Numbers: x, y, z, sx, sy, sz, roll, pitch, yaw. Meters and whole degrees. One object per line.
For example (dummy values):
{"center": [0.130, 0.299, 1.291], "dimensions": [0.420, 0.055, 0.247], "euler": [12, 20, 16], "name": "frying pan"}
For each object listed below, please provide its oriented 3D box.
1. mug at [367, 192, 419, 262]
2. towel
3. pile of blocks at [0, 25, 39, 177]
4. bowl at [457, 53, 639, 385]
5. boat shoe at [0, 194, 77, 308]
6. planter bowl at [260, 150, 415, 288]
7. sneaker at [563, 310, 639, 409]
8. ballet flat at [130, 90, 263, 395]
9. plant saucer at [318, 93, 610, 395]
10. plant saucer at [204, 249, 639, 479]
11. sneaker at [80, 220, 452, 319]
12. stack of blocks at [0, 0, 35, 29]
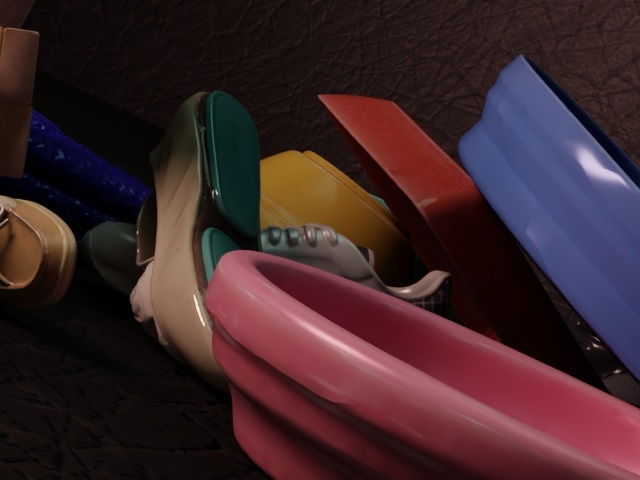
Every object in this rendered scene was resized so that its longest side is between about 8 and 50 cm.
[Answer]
{"center": [0.019, -0.002, 1.855], "dimensions": [0.157, 0.097, 0.129], "euler": [22, 5, -27], "name": "mug"}
{"center": [-0.216, -0.061, 1.357], "dimensions": [0.227, 0.076, 0.308], "euler": [21, 5, -33], "name": "towel"}
{"center": [-0.266, -0.099, 0.983], "dimensions": [0.149, 0.113, 0.362], "euler": [9, 3, 21], "name": "pile of blocks"}
{"center": [0.234, 0.049, 1.210], "dimensions": [0.391, 0.077, 0.391], "euler": [45, 9, -10], "name": "bowl"}
{"center": [-0.184, -0.004, 0.972], "dimensions": [0.153, 0.056, 0.048], "euler": [24, 10, 40], "name": "boat shoe"}
{"center": [0.000, 0.000, 1.354], "dimensions": [0.217, 0.090, 0.217], "euler": [39, -2, 2], "name": "planter bowl"}
{"center": [0.286, 0.120, 1.434], "dimensions": [0.268, 0.153, 0.101], "euler": [25, 3, 7], "name": "sneaker"}
{"center": [-0.069, 0.013, 1.088], "dimensions": [0.086, 0.086, 0.248], "euler": [23, 34, -21], "name": "ballet flat"}
{"center": [0.110, 0.021, 1.333], "dimensions": [0.259, 0.047, 0.258], "euler": [57, -1, -25], "name": "plant saucer"}
{"center": [0.089, 0.108, 0.917], "dimensions": [0.332, 0.084, 0.332], "euler": [24, 5, -2], "name": "plant saucer"}
{"center": [-0.034, 0.025, 1.198], "dimensions": [0.235, 0.095, 0.090], "euler": [21, 7, -15], "name": "sneaker"}
{"center": [-0.226, -0.221, 1.107], "dimensions": [0.171, 0.297, 0.087], "euler": [49, 46, 6], "name": "stack of blocks"}
